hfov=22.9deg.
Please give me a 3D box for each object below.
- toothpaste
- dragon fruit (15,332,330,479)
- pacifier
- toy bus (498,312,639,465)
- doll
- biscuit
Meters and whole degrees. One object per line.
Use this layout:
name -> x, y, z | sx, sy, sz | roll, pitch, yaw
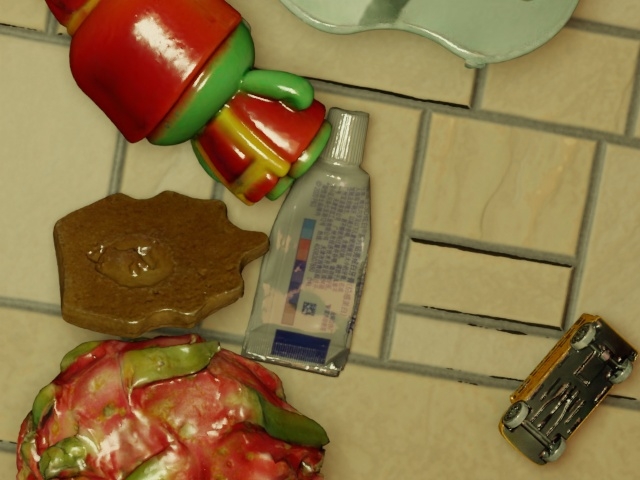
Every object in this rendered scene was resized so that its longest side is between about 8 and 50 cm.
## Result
toothpaste -> 0.002, 0.001, 1.636 | 0.099, 0.068, 0.282 | 18, 103, 24
dragon fruit -> -0.147, 0.207, 1.550 | 0.302, 0.231, 0.237 | 5, 88, -21
pacifier -> 0.109, -0.329, 1.525 | 0.343, 0.269, 0.288 | 9, 68, -9
toy bus -> 0.253, 0.155, 1.655 | 0.069, 0.074, 0.162 | 42, 87, -13
doll -> -0.156, -0.182, 1.548 | 0.363, 0.182, 0.160 | 45, 54, -6
biscuit -> -0.156, 0.021, 1.580 | 0.215, 0.182, 0.034 | -7, 138, -8
